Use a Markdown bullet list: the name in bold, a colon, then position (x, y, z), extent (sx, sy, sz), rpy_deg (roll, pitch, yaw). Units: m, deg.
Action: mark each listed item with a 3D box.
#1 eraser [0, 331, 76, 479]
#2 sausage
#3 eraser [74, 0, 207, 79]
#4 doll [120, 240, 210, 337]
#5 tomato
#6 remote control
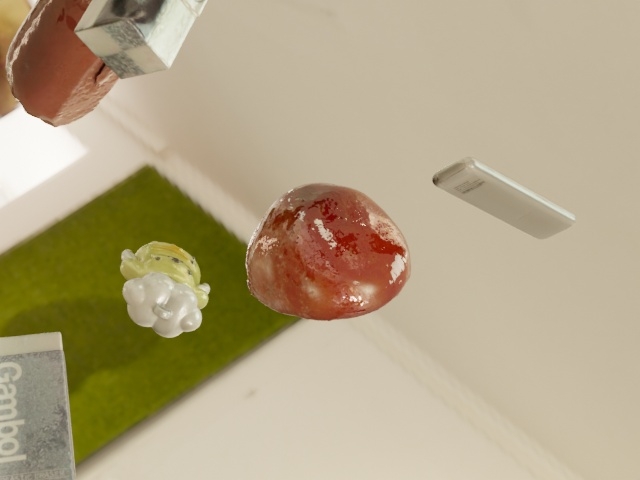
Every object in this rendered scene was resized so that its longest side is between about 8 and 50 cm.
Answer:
- **eraser**: position (-0.329, 0.203, 1.531), extent (0.046, 0.092, 0.212), rpy_deg (97, -17, -51)
- **sausage**: position (-0.322, -0.276, 1.828), extent (0.152, 0.152, 0.280), rpy_deg (53, -56, 11)
- **eraser**: position (-0.167, -0.383, 1.683), extent (0.096, 0.404, 0.098), rpy_deg (-5, -39, 40)
- **doll**: position (-0.167, 0.049, 1.453), extent (0.106, 0.062, 0.162), rpy_deg (23, 18, -12)
- **tomato**: position (0.000, 0.000, 1.789), extent (0.233, 0.200, 0.139), rpy_deg (21, -47, 46)
- **remote control**: position (0.247, -0.057, 1.799), extent (0.261, 0.067, 0.029), rpy_deg (23, 49, -44)
